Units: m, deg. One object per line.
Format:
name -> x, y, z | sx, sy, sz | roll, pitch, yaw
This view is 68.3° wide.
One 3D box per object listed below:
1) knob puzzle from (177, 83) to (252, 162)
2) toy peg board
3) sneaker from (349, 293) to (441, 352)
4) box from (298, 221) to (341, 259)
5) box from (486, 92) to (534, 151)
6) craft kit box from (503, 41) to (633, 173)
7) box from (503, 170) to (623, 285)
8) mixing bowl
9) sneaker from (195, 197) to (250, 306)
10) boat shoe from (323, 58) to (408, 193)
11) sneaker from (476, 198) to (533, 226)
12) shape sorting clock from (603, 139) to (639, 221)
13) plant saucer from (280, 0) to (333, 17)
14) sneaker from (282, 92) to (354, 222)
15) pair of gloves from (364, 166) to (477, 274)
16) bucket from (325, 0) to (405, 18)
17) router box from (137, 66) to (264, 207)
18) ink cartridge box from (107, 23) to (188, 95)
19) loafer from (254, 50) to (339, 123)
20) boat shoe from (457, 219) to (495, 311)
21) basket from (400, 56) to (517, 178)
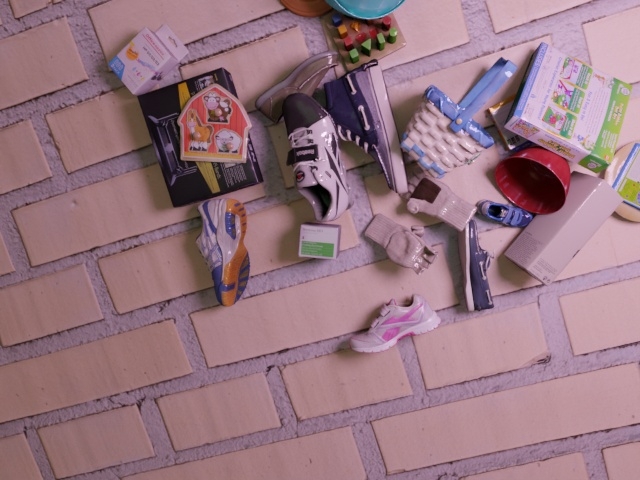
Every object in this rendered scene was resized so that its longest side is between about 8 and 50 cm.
knob puzzle -> -0.270, -0.296, 1.189 | 0.213, 0.030, 0.213 | 1, 97, 5
toy peg board -> 0.111, -0.532, 1.177 | 0.161, 0.079, 0.160 | -25, 95, 8
sneaker -> 0.187, 0.218, 1.270 | 0.252, 0.103, 0.111 | -24, 91, 2
box -> 0.000, 0.000, 1.250 | 0.101, 0.102, 0.087 | 5, 96, 6
box -> 0.492, -0.294, 1.199 | 0.081, 0.028, 0.136 | -28, 97, 9
craft kit box -> 0.589, -0.318, 1.115 | 0.247, 0.061, 0.249 | 27, 69, 4
box -> 0.598, -0.031, 1.173 | 0.094, 0.113, 0.275 | 34, 101, -21
mixing bowl -> 0.535, -0.164, 1.156 | 0.181, 0.181, 0.098 | 44, 72, -1
sneaker -> -0.274, 0.031, 1.294 | 0.131, 0.112, 0.296 | 5, 97, 23
boat shoe -> 0.115, -0.270, 1.202 | 0.158, 0.127, 0.340 | -14, 88, 14
sneaker -> 0.478, -0.066, 1.215 | 0.144, 0.059, 0.053 | 14, 98, 2
shape sorting clock -> 0.810, -0.149, 1.180 | 0.206, 0.040, 0.206 | 0, 95, 4
plant saucer -> -0.025, -0.674, 1.192 | 0.200, 0.037, 0.199 | 1, 98, 6
sneaker -> -0.019, -0.198, 1.163 | 0.123, 0.146, 0.330 | -14, 109, 35
pair of gloves -> 0.248, -0.048, 1.208 | 0.240, 0.042, 0.204 | -50, 63, 8
bucket -> 0.112, -0.659, 1.064 | 0.281, 0.183, 0.281 | 2, 76, -9
router box -> -0.314, -0.267, 1.254 | 0.243, 0.081, 0.308 | -15, 96, 7
ink cartridge box -> -0.454, -0.482, 1.247 | 0.181, 0.061, 0.104 | -40, 93, 9
loafer -> -0.049, -0.390, 1.212 | 0.251, 0.094, 0.087 | -32, 97, 19
boat shoe -> 0.407, 0.063, 1.222 | 0.079, 0.095, 0.254 | -7, 98, 8
basket -> 0.333, -0.300, 1.107 | 0.201, 0.255, 0.289 | 37, 118, 1
